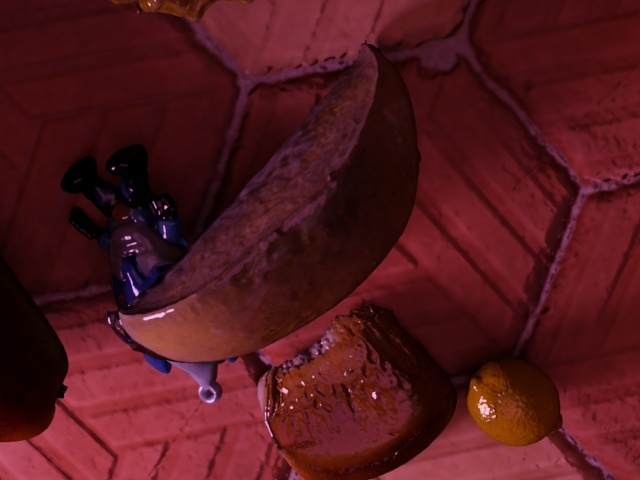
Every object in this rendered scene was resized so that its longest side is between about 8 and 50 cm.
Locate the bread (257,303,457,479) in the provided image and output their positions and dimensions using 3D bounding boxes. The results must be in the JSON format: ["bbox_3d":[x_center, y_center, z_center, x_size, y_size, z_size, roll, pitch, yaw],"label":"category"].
[{"bbox_3d":[0.026,0.119,1.417,0.129,0.044,0.126,-33,112,9],"label":"bread"}]

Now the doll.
[{"bbox_3d":[-0.108,0.028,1.346,0.096,0.070,0.195,-11,115,29],"label":"doll"}]

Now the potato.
[{"bbox_3d":[-0.001,0.002,1.291,0.261,0.100,0.120,-49,116,-9],"label":"potato"}]

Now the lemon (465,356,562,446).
[{"bbox_3d":[0.140,0.117,1.422,0.083,0.062,0.062,30,105,-23],"label":"lemon"}]

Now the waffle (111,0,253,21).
[{"bbox_3d":[-0.097,-0.231,1.246,0.149,0.051,0.194,-28,109,-5],"label":"waffle"}]

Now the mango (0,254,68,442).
[{"bbox_3d":[-0.273,0.036,1.299,0.133,0.111,0.267,-31,109,17],"label":"mango"}]
